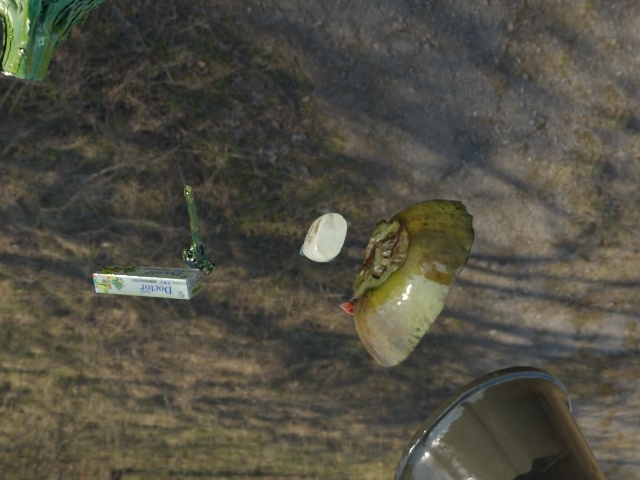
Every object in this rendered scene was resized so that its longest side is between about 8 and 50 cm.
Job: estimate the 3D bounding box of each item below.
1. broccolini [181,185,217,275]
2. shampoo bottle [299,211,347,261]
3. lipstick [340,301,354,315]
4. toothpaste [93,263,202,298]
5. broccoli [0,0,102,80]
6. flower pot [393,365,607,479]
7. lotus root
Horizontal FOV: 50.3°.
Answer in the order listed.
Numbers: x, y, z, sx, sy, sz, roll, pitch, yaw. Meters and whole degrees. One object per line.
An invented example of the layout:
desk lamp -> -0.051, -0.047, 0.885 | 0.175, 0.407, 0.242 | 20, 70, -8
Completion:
broccolini -> -0.269, -0.022, 1.470 | 0.071, 0.057, 0.254 | -16, 135, -21
shampoo bottle -> 0.000, 0.000, 1.072 | 0.045, 0.077, 0.152 | 19, 171, -9
lipstick -> 0.086, 0.116, 0.995 | 0.129, 0.030, 0.030 | 23, 152, -20
toothpaste -> -0.258, 0.061, 1.017 | 0.164, 0.034, 0.046 | 2, -161, 18
broccoli -> -0.367, -0.296, 0.858 | 0.219, 0.194, 0.194 | 10, 151, -4
flower pot -> 0.238, 0.306, 0.820 | 0.268, 0.166, 0.269 | -11, 123, -18
lotus root -> 0.087, 0.036, 0.780 | 0.078, 0.183, 0.204 | 28, 113, -11
